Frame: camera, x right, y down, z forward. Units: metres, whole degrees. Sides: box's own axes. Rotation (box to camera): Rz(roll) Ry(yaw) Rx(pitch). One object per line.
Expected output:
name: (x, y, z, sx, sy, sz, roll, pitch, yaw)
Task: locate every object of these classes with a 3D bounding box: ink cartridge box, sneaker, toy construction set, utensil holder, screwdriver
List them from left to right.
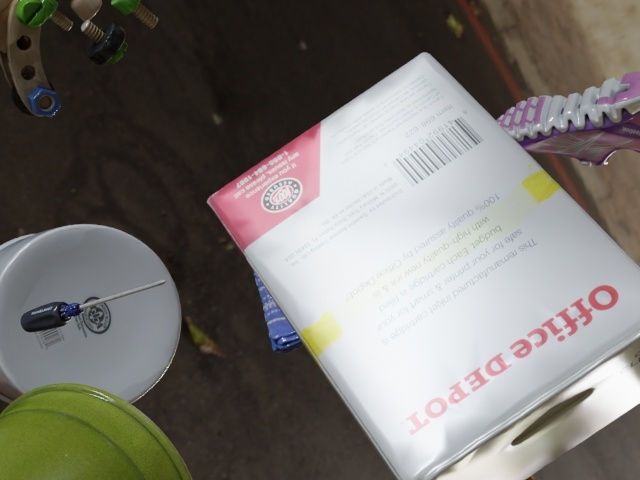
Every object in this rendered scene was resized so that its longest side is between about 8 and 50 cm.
toy construction set: (-0.394, -0.345, 1.483, 0.237, 0.257, 0.309, 38, 20, -32)
utensil holder: (-0.433, 0.136, 1.891, 0.328, 0.385, 0.327, 2, 84, -25)
screwdriver: (-0.199, 0.056, 0.957, 0.025, 0.170, 0.024, -43, 112, -51)
ink cartridge box: (0.110, 0.044, 1.075, 0.384, 0.279, 0.160, 54, -5, 35)
sneaker: (0.333, -0.139, 1.456, 0.104, 0.236, 0.095, 60, 38, -27)

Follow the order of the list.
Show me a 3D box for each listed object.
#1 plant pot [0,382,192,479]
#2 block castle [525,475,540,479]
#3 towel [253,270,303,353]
plant pot: (-0.391, 0.412, 1.403, 0.366, 0.366, 0.353, 67, 25, -3)
block castle: (0.242, 0.433, 1.048, 0.453, 0.303, 0.213, -68, 169, -66)
towel: (0.000, 0.000, 1.702, 0.040, 0.243, 0.336, 57, 10, -47)
